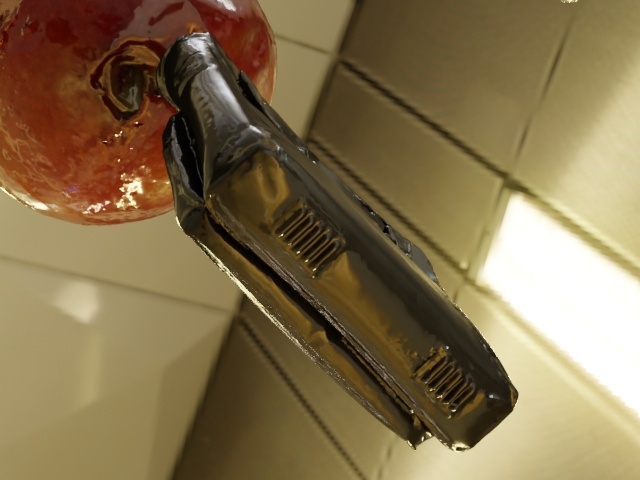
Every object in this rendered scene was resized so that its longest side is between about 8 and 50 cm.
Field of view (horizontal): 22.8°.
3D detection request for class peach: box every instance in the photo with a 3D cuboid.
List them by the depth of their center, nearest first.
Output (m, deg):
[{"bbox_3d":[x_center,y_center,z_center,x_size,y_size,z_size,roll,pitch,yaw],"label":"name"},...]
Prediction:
[{"bbox_3d":[-0.168,-0.131,1.233,0.281,0.281,0.238,2,-98,63],"label":"peach"}]

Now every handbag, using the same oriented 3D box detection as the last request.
[{"bbox_3d":[0.000,0.000,1.033,0.088,0.275,0.244,-42,-152,9],"label":"handbag"}]

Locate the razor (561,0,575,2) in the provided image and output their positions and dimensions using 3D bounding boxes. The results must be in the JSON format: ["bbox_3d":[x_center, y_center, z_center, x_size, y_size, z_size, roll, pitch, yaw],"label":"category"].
[{"bbox_3d":[0.143,-0.229,1.112,0.068,0.232,0.106,-46,-124,2],"label":"razor"}]
